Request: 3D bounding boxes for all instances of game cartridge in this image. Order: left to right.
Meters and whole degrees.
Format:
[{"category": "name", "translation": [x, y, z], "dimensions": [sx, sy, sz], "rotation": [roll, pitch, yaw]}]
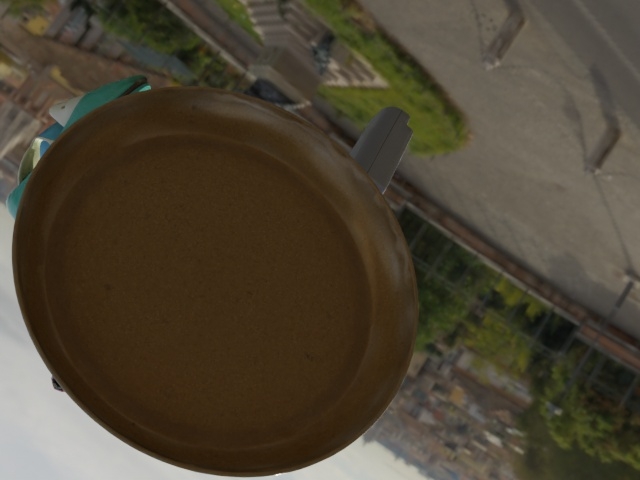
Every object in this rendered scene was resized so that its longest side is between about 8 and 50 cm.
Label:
[{"category": "game cartridge", "translation": [0.000, 0.000, 1.031], "dimensions": [0.062, 0.297, 0.198], "rotation": [34, -145, 1]}]

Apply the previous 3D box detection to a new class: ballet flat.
[{"category": "ballet flat", "translation": [-0.307, -0.117, 1.098], "dimensions": [0.087, 0.247, 0.083], "rotation": [38, -170, 8]}]

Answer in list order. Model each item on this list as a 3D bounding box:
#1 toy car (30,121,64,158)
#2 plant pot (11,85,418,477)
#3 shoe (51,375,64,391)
[{"category": "toy car", "translation": [-0.255, -0.137, 1.321], "dimensions": [0.238, 0.210, 0.219], "rotation": [-29, 105, 42]}, {"category": "plant pot", "translation": [-0.054, 0.019, 0.514], "dimensions": [0.236, 0.236, 0.032], "rotation": [34, 144, -6]}, {"category": "shoe", "translation": [-0.338, 0.181, 1.404], "dimensions": [0.063, 0.178, 0.081], "rotation": [59, -157, 5]}]
